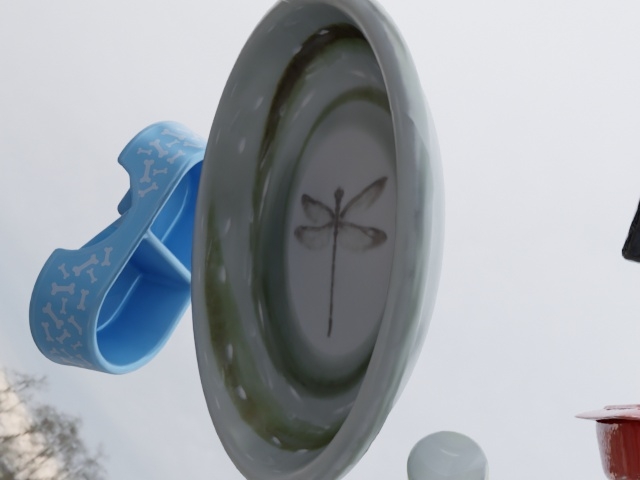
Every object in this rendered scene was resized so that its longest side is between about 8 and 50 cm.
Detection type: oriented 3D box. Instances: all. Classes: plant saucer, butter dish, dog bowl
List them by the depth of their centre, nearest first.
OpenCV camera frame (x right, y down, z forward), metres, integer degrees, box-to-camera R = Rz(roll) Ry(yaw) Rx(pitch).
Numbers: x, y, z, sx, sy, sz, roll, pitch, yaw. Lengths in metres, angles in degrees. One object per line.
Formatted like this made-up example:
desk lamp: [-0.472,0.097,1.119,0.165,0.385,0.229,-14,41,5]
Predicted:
plant saucer: [0.000,0.000,0.634,0.400,0.100,0.401,-20,-113,61]
butter dish: [0.360,0.233,0.794,0.160,0.160,0.118,89,6,-78]
dog bowl: [-0.184,0.012,0.833,0.074,0.297,0.166,20,-21,28]

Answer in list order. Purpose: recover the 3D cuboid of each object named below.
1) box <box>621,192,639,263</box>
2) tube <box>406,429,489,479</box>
box: [0.218,-0.049,0.295,0.155,0.093,0.158,17,-33,21]
tube: [0.112,0.251,0.647,0.070,0.062,0.240,8,-44,18]
